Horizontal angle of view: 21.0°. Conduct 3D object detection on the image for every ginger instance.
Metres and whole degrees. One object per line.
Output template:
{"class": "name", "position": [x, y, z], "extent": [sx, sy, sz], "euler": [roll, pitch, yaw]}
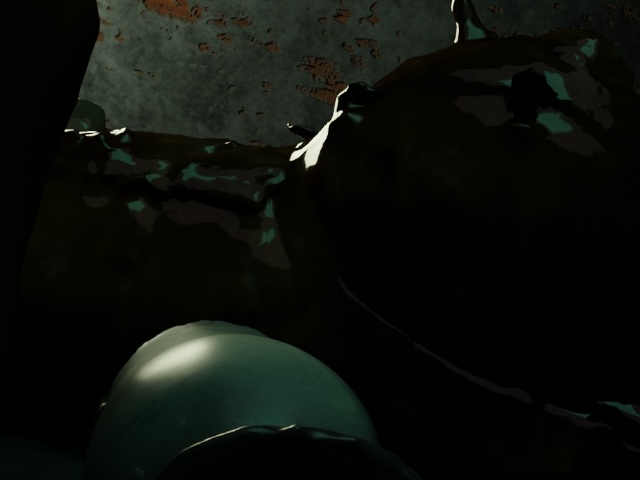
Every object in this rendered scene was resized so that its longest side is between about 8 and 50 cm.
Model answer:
{"class": "ginger", "position": [0.000, 0.000, 0.798], "extent": [0.418, 0.254, 0.176], "euler": [11, 1, 18]}

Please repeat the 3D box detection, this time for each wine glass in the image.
{"class": "wine glass", "position": [-0.023, 0.083, 0.535], "extent": [0.103, 0.103, 0.222], "euler": [15, 5, -9]}

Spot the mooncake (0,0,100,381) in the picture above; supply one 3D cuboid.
{"class": "mooncake", "position": [-0.281, -0.074, 0.609], "extent": [0.393, 0.246, 0.394], "euler": [19, 2, -35]}
